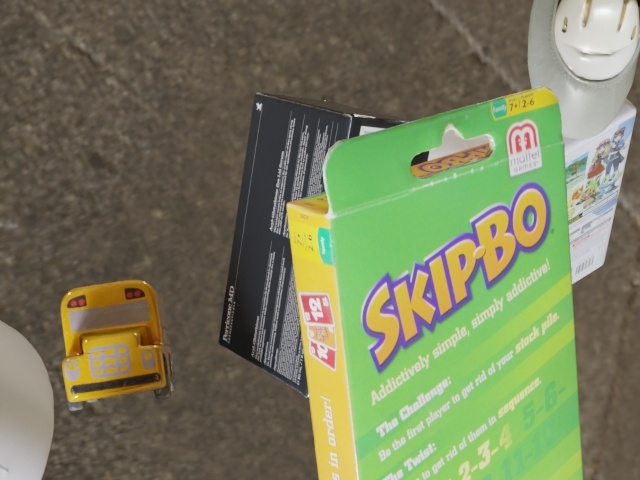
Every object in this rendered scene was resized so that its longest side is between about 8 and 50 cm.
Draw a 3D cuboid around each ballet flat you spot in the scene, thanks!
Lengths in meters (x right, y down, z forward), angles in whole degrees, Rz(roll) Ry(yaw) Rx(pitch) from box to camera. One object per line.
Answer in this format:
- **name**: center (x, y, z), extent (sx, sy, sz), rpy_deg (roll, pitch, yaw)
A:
- **ballet flat**: center (0.172, -0.166, 0.813), extent (0.068, 0.072, 0.213), rpy_deg (-75, 174, -80)

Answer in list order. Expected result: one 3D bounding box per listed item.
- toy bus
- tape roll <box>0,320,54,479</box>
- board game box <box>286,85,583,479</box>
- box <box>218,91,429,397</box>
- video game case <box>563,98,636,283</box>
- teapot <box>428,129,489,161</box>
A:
- **toy bus**: center (-0.227, 0.117, 1.515), extent (0.108, 0.333, 0.130), rpy_deg (-7, 86, -5)
- **tape roll**: center (-0.393, 0.185, 1.251), extent (0.100, 0.286, 0.286), rpy_deg (46, 43, -53)
- **board game box**: center (0.054, 0.074, 0.540), extent (0.124, 0.039, 0.259), rpy_deg (-18, 112, -35)
- **box**: center (0.000, 0.000, 1.284), extent (0.103, 0.184, 0.261), rpy_deg (3, 101, -34)
- **video game case**: center (0.217, 0.008, 1.558), extent (0.329, 0.300, 0.036), rpy_deg (-29, 57, -18)
- **teapot**: center (0.244, -0.078, 2.121), extent (0.252, 0.187, 0.256), rpy_deg (62, 19, -76)
